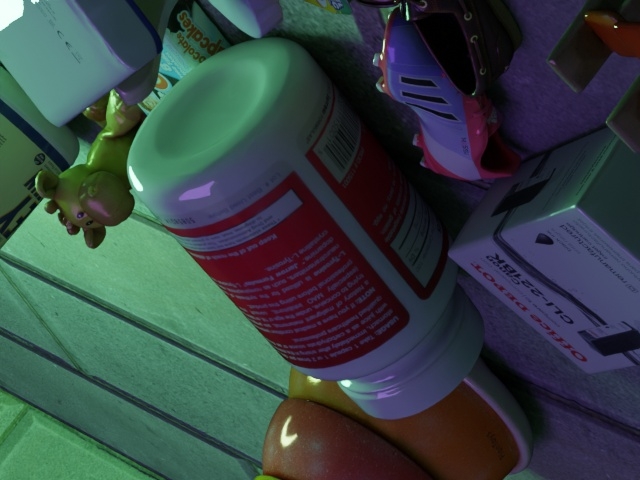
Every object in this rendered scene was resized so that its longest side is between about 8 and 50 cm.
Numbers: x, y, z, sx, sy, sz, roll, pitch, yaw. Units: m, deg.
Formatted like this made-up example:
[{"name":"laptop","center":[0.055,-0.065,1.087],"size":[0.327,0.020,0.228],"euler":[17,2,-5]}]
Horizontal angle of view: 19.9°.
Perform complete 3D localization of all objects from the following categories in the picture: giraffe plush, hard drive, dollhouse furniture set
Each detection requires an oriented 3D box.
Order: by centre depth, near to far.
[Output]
[{"name":"dollhouse furniture set","center":[0.314,-0.075,1.332],"size":[0.259,0.135,0.262],"euler":[41,168,-25]},{"name":"hard drive","center":[-0.243,-0.208,1.529],"size":[0.210,0.040,0.319],"euler":[53,163,-8]},{"name":"giraffe plush","center":[-0.262,-0.087,2.257],"size":[0.181,0.170,0.210],"euler":[41,160,-13]}]

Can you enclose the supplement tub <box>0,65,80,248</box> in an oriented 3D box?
[{"name":"supplement tub","center":[-0.501,-0.076,2.403],"size":[0.235,0.325,0.235],"euler":[39,173,6]}]

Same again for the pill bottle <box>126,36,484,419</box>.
[{"name":"pill bottle","center":[0.000,0.000,1.932],"size":[0.229,0.229,0.407],"euler":[10,147,51]}]

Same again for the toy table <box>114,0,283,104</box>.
[{"name":"toy table","center":[-0.180,-0.256,1.658],"size":[0.274,0.161,0.252],"euler":[48,170,32]}]

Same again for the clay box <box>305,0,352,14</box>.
[{"name":"clay box","center":[-0.033,-0.270,1.556],"size":[0.127,0.053,0.222],"euler":[57,167,-30]}]

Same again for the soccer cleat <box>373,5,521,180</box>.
[{"name":"soccer cleat","center":[0.119,-0.133,1.670],"size":[0.095,0.083,0.248],"euler":[9,154,22]}]

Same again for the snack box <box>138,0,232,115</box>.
[{"name":"snack box","center":[-0.214,-0.254,1.970],"size":[0.187,0.060,0.322],"euler":[11,148,51]}]

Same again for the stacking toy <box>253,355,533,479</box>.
[{"name":"stacking toy","center":[0.012,0.336,2.287],"size":[0.351,0.480,0.350],"euler":[32,159,14]}]

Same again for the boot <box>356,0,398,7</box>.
[{"name":"boot","center":[0.024,-0.263,1.599],"size":[0.106,0.037,0.114],"euler":[26,153,32]}]

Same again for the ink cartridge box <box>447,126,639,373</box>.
[{"name":"ink cartridge box","center":[0.268,0.012,1.683],"size":[0.197,0.114,0.273],"euler":[40,161,-10]}]

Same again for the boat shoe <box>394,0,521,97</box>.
[{"name":"boat shoe","center":[0.099,-0.210,1.538],"size":[0.073,0.073,0.207],"euler":[10,146,53]}]
